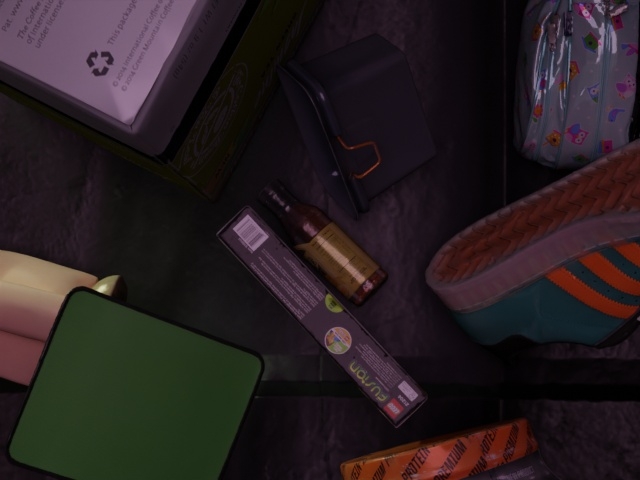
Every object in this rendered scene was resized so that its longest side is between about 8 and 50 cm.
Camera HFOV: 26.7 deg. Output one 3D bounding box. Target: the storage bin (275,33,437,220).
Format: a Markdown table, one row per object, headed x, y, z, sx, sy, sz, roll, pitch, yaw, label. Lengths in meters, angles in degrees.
| x | y | z | sx | sy | sz | roll | pitch | yaw | label |
| --- | --- | --- | --- | --- | --- | --- | --- | --- | --- |
| 0.037 | -0.098 | 1.101 | 0.091 | 0.098 | 0.135 | -30 | 125 | -9 | storage bin |

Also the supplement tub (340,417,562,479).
| x | y | z | sx | sy | sz | roll | pitch | yaw | label |
| --- | --- | --- | --- | --- | --- | --- | --- | --- | --- |
| 0.125 | 0.305 | 1.018 | 0.193 | 0.193 | 0.316 | -14 | 83 | 3 | supplement tub |

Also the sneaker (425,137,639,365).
| x | y | z | sx | sy | sz | roll | pitch | yaw | label |
| --- | --- | --- | --- | --- | --- | --- | --- | --- | --- |
| 0.237 | 0.008 | 1.049 | 0.302 | 0.108 | 0.121 | -24 | 119 | 30 | sneaker |

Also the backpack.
| x | y | z | sx | sy | sz | roll | pitch | yaw | label |
| --- | --- | --- | --- | --- | --- | --- | --- | --- | --- |
| 0.218 | -0.147 | 1.097 | 0.115 | 0.152 | 0.182 | 6 | 96 | 10 | backpack |

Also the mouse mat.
| x | y | z | sx | sy | sz | roll | pitch | yaw | label |
| --- | --- | --- | --- | --- | --- | --- | --- | --- | --- |
| -0.148 | 0.136 | 1.102 | 0.189 | 0.007 | 0.153 | 24 | 85 | -26 | mouse mat |

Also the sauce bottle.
| x | y | z | sx | sy | sz | roll | pitch | yaw | label |
| --- | --- | --- | --- | --- | --- | --- | --- | --- | --- |
| 0.000 | 0.000 | 1.139 | 0.128 | 0.042 | 0.042 | 44 | 89 | 10 | sauce bottle |

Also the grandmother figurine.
| x | y | z | sx | sy | sz | roll | pitch | yaw | label |
| --- | --- | --- | --- | --- | --- | --- | --- | --- | --- |
| -0.341 | 0.037 | 1.133 | 0.342 | 0.104 | 0.208 | 13 | 76 | 3 | grandmother figurine |

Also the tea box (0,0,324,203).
| x | y | z | sx | sy | sz | roll | pitch | yaw | label |
| --- | --- | --- | --- | --- | --- | --- | --- | --- | --- |
| -0.122 | -0.238 | 1.031 | 0.220 | 0.323 | 0.329 | 27 | 87 | 7 | tea box |

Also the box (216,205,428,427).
| x | y | z | sx | sy | sz | roll | pitch | yaw | label |
| --- | --- | --- | --- | --- | --- | --- | --- | --- | --- |
| 0.005 | 0.063 | 1.094 | 0.036 | 0.114 | 0.207 | -43 | 82 | -1 | box |
